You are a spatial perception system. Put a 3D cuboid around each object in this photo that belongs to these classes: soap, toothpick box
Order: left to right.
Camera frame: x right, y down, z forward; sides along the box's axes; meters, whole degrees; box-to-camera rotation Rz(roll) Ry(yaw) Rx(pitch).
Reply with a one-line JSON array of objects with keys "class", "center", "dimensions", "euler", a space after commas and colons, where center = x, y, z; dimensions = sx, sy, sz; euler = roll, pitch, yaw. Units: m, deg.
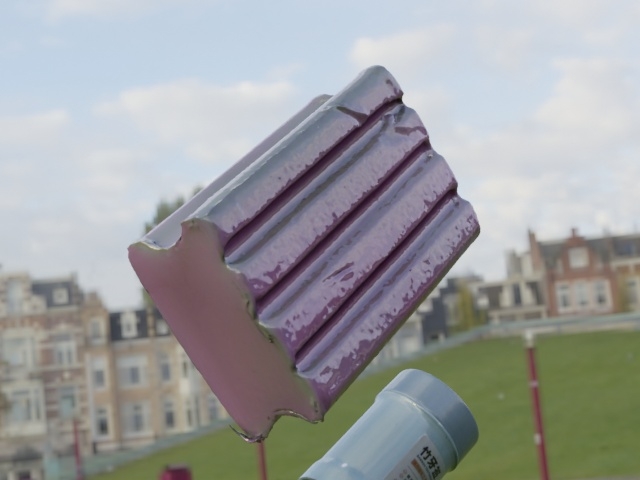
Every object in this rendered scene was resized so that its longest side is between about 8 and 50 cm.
[{"class": "soap", "center": [0.000, 0.000, 0.747], "dimensions": [0.065, 0.122, 0.203], "euler": [-23, 13, 39]}, {"class": "toothpick box", "center": [0.063, 0.206, 1.305], "dimensions": [0.153, 0.101, 0.101], "euler": [-43, 10, -27]}]
